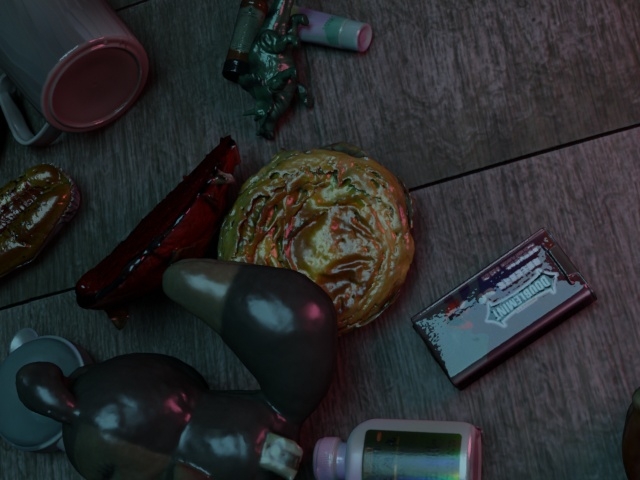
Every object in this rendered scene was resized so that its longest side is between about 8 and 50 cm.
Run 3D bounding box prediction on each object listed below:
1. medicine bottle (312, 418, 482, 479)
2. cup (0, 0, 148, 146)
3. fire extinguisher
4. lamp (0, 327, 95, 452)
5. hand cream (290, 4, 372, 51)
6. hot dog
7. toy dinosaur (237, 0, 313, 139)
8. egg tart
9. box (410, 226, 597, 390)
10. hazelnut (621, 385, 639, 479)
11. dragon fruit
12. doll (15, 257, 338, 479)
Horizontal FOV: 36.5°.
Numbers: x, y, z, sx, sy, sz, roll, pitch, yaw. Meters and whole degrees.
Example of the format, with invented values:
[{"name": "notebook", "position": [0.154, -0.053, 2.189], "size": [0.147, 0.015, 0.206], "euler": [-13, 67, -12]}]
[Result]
[{"name": "medicine bottle", "position": [0.101, 0.296, 1.283], "size": [0.219, 0.078, 0.115], "euler": [-2, 73, 19]}, {"name": "cup", "position": [-0.463, -0.317, 1.628], "size": [0.288, 0.208, 0.273], "euler": [-42, 65, 1]}, {"name": "fire extinguisher", "position": [-0.115, -0.346, 1.597], "size": [0.062, 0.050, 0.177], "euler": [14, 77, -1]}, {"name": "lamp", "position": [-0.410, 0.241, 1.475], "size": [0.246, 0.108, 0.179], "euler": [21, 85, 25]}, {"name": "hand cream", "position": [-0.003, -0.340, 1.557], "size": [0.174, 0.047, 0.076], "euler": [19, 63, 30]}, {"name": "hot dog", "position": [-0.516, -0.021, 1.620], "size": [0.268, 0.075, 0.144], "euler": [-39, 61, 1]}, {"name": "toy dinosaur", "position": [-0.053, -0.301, 1.517], "size": [0.120, 0.079, 0.292], "euler": [25, 101, 26]}, {"name": "egg tart", "position": [0.000, 0.000, 1.401], "size": [0.297, 0.132, 0.297], "euler": [-1, 83, 9]}, {"name": "box", "position": [0.244, 0.093, 1.304], "size": [0.224, 0.069, 0.120], "euler": [-37, 65, 6]}, {"name": "hazelnut", "position": [0.455, 0.215, 1.083], "size": [0.241, 0.261, 0.261], "euler": [40, 89, -4]}, {"name": "dragon fruit", "position": [-0.237, 0.017, 1.426], "size": [0.343, 0.282, 0.100], "euler": [-40, 103, 19]}, {"name": "doll", "position": [-0.181, 0.193, 1.312], "size": [0.382, 0.252, 0.378], "euler": [23, 79, 6]}]
